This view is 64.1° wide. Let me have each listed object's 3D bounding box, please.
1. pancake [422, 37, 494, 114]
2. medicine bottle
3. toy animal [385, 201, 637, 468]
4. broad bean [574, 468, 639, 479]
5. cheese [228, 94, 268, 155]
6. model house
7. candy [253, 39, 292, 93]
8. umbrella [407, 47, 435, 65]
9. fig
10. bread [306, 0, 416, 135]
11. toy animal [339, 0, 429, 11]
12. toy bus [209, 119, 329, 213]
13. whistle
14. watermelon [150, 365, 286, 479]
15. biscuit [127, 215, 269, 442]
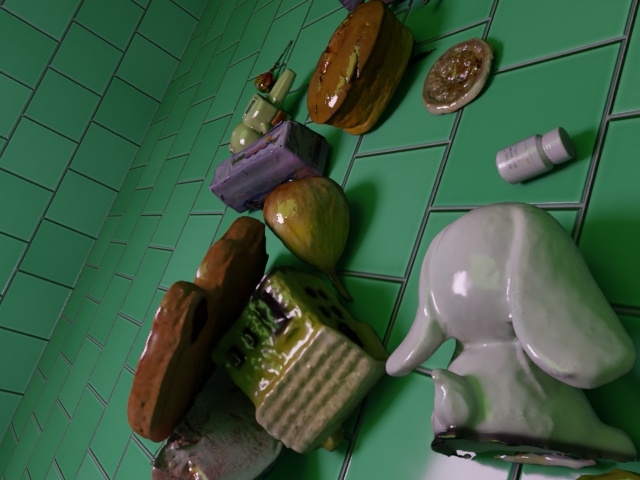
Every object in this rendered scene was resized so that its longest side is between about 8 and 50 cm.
[{"bbox_3d":[0.239,-0.289,0.896,0.152,0.025,0.151,-34,42,37],"label":"pancake"},{"bbox_3d":[0.286,-0.113,0.683,0.089,0.052,0.052,-23,49,42],"label":"medicine bottle"},{"bbox_3d":[0.183,0.105,0.555,0.249,0.174,0.289,-38,42,30],"label":"toy animal"},{"bbox_3d":[0.227,0.303,0.429,0.169,0.100,0.227,12,78,63],"label":"broad bean"},{"bbox_3d":[-0.189,-0.318,1.443,0.194,0.065,0.043,-54,28,14],"label":"cheese"},{"bbox_3d":[-0.014,0.185,0.790,0.234,0.175,0.193,42,101,23],"label":"model house"},{"bbox_3d":[-0.136,-0.531,1.550,0.060,0.060,0.200,9,67,55],"label":"candy"},{"bbox_3d":[0.182,-0.361,1.033,0.122,0.013,0.022,-8,41,52],"label":"umbrella"},{"bbox_3d":[0.000,0.000,0.931,0.159,0.159,0.257,-40,61,29],"label":"fig"},{"bbox_3d":[0.073,-0.349,1.038,0.195,0.143,0.269,29,97,61],"label":"bread"},{"bbox_3d":[0.141,-0.559,1.134,0.298,0.122,0.185,39,104,49],"label":"toy animal"},{"bbox_3d":[-0.130,-0.161,1.188,0.317,0.138,0.112,-21,50,42],"label":"toy bus"},{"bbox_3d":[-0.148,-0.322,1.354,0.288,0.106,0.131,-55,33,12],"label":"whistle"},{"bbox_3d":[-0.153,0.299,0.852,0.224,0.180,0.305,-19,23,25],"label":"watermelon"},{"bbox_3d":[-0.190,0.148,0.911,0.455,0.078,0.349,-60,-7,-57],"label":"biscuit"}]
